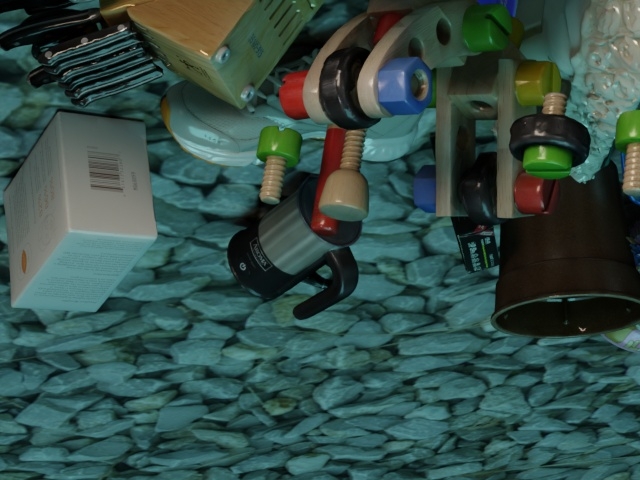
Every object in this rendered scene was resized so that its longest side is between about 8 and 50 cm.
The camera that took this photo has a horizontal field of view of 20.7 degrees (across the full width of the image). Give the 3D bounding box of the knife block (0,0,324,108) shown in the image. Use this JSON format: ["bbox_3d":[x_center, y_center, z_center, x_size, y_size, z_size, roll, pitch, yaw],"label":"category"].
[{"bbox_3d":[-0.126,-0.223,1.397,0.276,0.242,0.088,-54,155,-11],"label":"knife block"}]

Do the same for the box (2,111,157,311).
[{"bbox_3d":[-0.234,-0.024,1.691,0.091,0.130,0.170,5,152,-28],"label":"box"}]

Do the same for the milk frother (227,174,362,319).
[{"bbox_3d":[0.000,0.000,1.876,0.135,0.129,0.143,-35,-173,43],"label":"milk frother"}]

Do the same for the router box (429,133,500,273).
[{"bbox_3d":[0.148,-0.040,1.786,0.038,0.122,0.092,-15,154,3],"label":"router box"}]

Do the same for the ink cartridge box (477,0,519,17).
[{"bbox_3d":[0.210,-0.223,1.523,0.208,0.045,0.206,-8,155,0],"label":"ink cartridge box"}]

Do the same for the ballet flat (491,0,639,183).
[{"bbox_3d":[0.213,-0.147,1.455,0.147,0.147,0.409,-6,163,-5],"label":"ballet flat"}]

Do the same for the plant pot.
[{"bbox_3d":[0.256,0.003,1.842,0.167,0.165,0.167,-2,162,-1],"label":"plant pot"}]

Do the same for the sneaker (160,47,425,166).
[{"bbox_3d":[-0.015,-0.139,1.587,0.262,0.099,0.121,-4,147,-27],"label":"sneaker"}]

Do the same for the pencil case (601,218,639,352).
[{"bbox_3d":[0.425,-0.010,1.899,0.167,0.160,0.386,35,146,0],"label":"pencil case"}]

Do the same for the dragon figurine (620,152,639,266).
[{"bbox_3d":[0.350,-0.073,1.713,0.085,0.289,0.144,-31,-154,-30],"label":"dragon figurine"}]

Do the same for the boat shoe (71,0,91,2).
[{"bbox_3d":[-0.112,-0.283,1.233,0.116,0.099,0.319,13,146,-31],"label":"boat shoe"}]

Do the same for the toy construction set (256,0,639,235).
[{"bbox_3d":[0.078,-0.148,1.357,0.257,0.237,0.309,19,159,-27],"label":"toy construction set"}]
